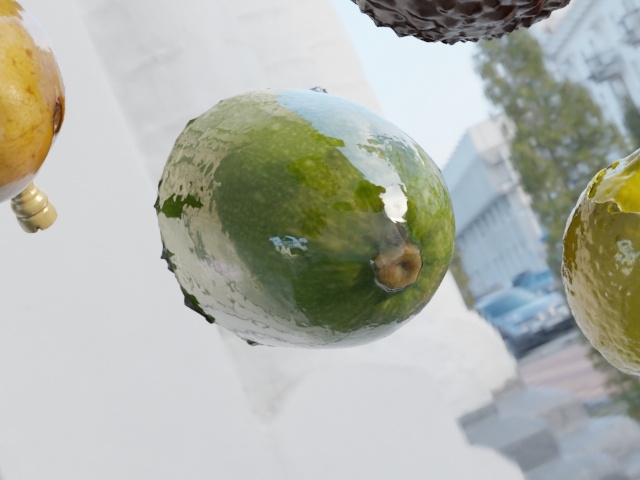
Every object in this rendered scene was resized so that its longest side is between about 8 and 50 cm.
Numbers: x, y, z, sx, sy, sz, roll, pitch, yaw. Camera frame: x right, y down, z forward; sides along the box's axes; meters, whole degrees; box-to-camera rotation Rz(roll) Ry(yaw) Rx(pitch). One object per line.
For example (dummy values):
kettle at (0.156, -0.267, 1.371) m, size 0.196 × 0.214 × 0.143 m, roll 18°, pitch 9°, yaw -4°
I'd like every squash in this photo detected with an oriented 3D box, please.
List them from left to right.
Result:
squash at (0.000, -0.029, 1.330) m, size 0.310 × 0.310 × 0.309 m, roll -22°, pitch 5°, yaw -15°

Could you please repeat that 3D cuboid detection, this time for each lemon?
lemon at (0.281, 0.020, 1.033) m, size 0.181 × 0.180 × 0.193 m, roll -18°, pitch -34°, yaw -45°

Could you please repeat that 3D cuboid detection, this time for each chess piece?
chess piece at (-0.361, -0.068, 1.526) m, size 0.066 × 0.122 × 0.066 m, roll -12°, pitch 40°, yaw 10°

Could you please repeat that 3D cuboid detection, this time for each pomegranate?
pomegranate at (-0.289, -0.107, 0.942) m, size 0.196 × 0.196 × 0.196 m, roll -23°, pitch -5°, yaw -2°

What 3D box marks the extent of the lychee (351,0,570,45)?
lychee at (0.124, -0.275, 0.994) m, size 0.261 × 0.260 × 0.260 m, roll -23°, pitch -5°, yaw -2°
